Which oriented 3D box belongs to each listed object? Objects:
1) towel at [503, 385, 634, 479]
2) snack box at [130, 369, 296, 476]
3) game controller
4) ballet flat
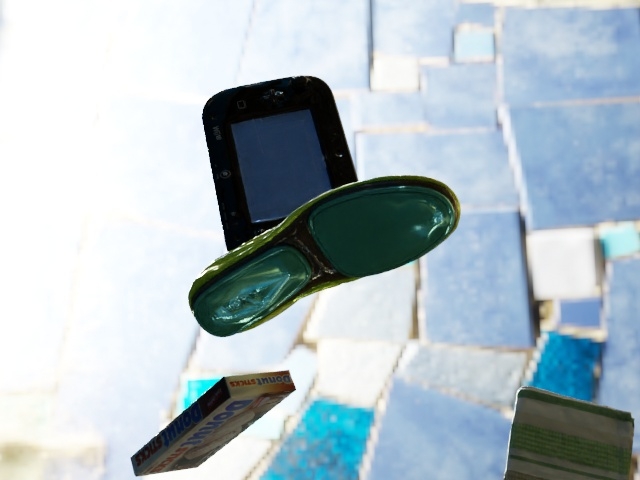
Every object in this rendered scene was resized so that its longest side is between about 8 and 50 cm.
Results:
[{"bbox_3d":[0.221,0.208,1.299,0.023,0.113,0.152,101,-176,-51],"label":"towel"},{"bbox_3d":[-0.092,0.153,1.198,0.178,0.064,0.022,-43,58,46],"label":"snack box"},{"bbox_3d":[-0.045,-0.081,1.712,0.067,0.166,0.319,95,166,-45],"label":"game controller"},{"bbox_3d":[0.000,0.000,1.100,0.077,0.231,0.077,57,-160,-18],"label":"ballet flat"}]
